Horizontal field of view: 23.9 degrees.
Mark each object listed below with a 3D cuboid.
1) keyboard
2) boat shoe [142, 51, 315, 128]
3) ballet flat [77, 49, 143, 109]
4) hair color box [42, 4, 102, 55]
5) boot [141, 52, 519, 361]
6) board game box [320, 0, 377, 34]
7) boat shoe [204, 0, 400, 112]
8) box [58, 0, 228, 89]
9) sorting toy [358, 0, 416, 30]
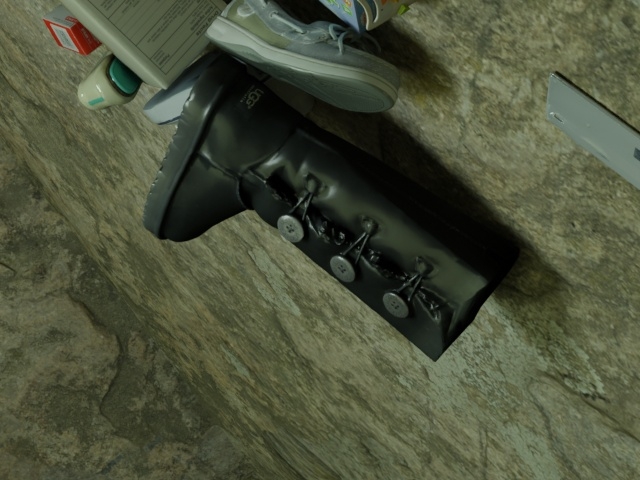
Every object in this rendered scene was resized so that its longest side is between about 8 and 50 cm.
[{"bbox_3d":[0.320,-0.075,1.489,0.256,0.014,0.072,41,155,24],"label":"keyboard"},{"bbox_3d":[-0.114,-0.181,2.106,0.156,0.136,0.367,52,152,-17],"label":"boat shoe"},{"bbox_3d":[-0.278,-0.253,2.155,0.086,0.248,0.086,7,120,13],"label":"ballet flat"},{"bbox_3d":[-0.297,-0.334,2.130,0.093,0.167,0.053,24,149,52],"label":"hair color box"},{"bbox_3d":[0.000,-0.001,1.969,0.445,0.146,0.367,33,150,3],"label":"boot"},{"bbox_3d":[-0.025,-0.337,1.677,0.211,0.039,0.160,42,170,18],"label":"board game box"},{"bbox_3d":[-0.016,-0.235,1.791,0.118,0.103,0.320,29,179,-40],"label":"boat shoe"},{"bbox_3d":[-0.279,-0.354,1.987,0.311,0.148,0.121,45,171,-22],"label":"box"},{"bbox_3d":[0.069,-0.260,1.591,0.045,0.075,0.083,31,155,43],"label":"sorting toy"}]
